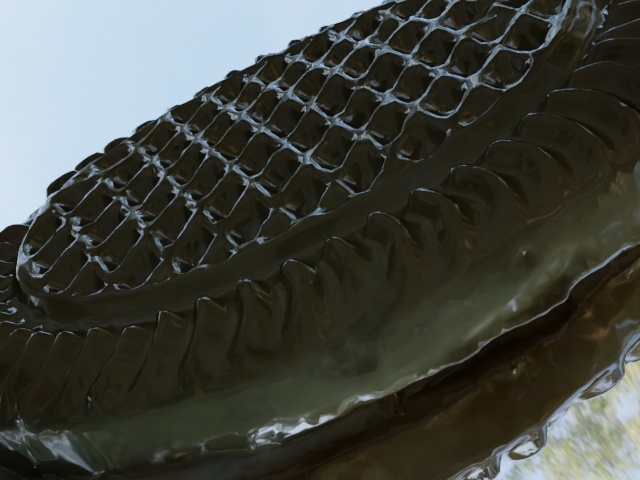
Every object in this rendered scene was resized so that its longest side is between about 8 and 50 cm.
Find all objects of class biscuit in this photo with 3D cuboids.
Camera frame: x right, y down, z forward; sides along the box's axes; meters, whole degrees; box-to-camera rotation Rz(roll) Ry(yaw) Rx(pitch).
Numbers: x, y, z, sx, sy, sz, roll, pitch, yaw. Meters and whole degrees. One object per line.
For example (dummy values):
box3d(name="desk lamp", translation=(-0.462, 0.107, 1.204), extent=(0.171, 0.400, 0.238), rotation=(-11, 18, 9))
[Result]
box3d(name="biscuit", translation=(0.000, 0.000, 0.476), extent=(0.259, 0.079, 0.259), rotation=(-24, -161, 9))
